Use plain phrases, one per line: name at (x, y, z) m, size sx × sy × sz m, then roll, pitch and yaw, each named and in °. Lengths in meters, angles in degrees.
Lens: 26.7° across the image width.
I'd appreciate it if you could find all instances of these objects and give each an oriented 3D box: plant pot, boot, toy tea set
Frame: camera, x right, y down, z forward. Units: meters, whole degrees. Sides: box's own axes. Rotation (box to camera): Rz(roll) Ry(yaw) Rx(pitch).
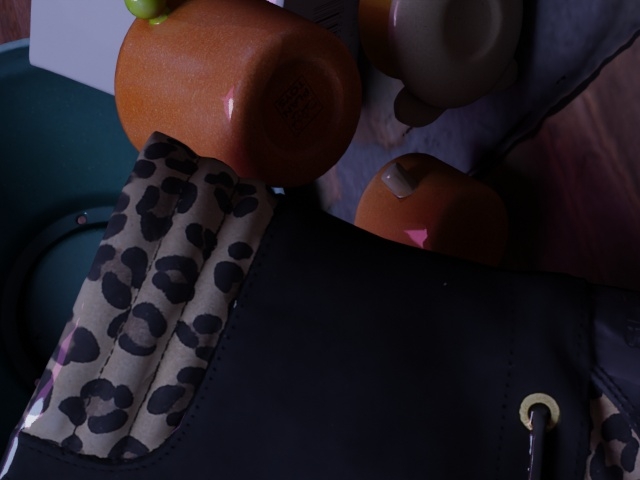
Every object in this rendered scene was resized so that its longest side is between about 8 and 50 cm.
plant pot at (-0.165, 0.029, 0.948) m, size 0.196 × 0.293 × 0.293 m, roll 90°, pitch 163°, yaw -75°
boot at (-0.004, 0.159, 0.571) m, size 0.138 × 0.284 × 0.377 m, roll -89°, pitch 22°, yaw -76°
toy tea set at (0.000, 0.000, 0.702) m, size 0.124 × 0.200 × 0.336 m, roll 22°, pitch 122°, yaw 48°

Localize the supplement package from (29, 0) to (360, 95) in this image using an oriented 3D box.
supplement package at (-0.073, -0.140, 0.809) m, size 0.179 × 0.105 × 0.105 m, roll 23°, pitch 122°, yaw 23°
